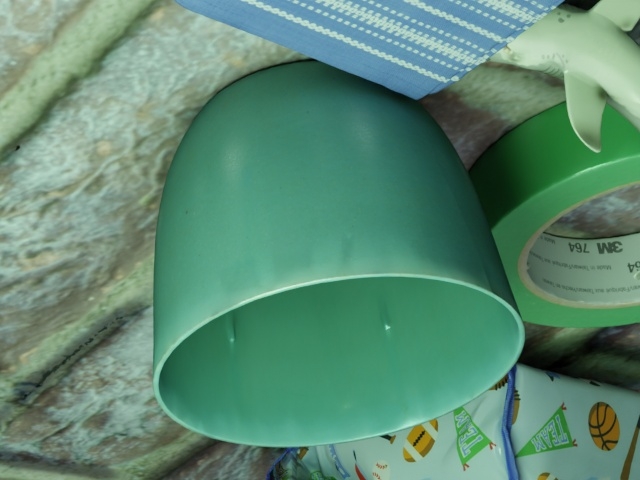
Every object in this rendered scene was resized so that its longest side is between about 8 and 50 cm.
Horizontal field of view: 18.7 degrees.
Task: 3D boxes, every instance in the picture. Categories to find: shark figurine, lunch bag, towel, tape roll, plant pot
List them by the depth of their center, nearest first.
[{"bbox_3d":[0.070,-0.213,1.365,0.243,0.040,0.336,18,150,-27],"label":"towel"},{"bbox_3d":[0.243,-0.102,1.567,0.166,0.278,0.116,-37,-173,-6],"label":"shark figurine"},{"bbox_3d":[0.000,0.000,1.574,0.293,0.235,0.293,-7,150,-4],"label":"plant pot"},{"bbox_3d":[0.289,-0.028,1.771,0.321,0.077,0.321,-7,151,-4],"label":"tape roll"},{"bbox_3d":[0.173,0.286,2.139,0.327,0.239,0.385,18,156,-40],"label":"lunch bag"}]
